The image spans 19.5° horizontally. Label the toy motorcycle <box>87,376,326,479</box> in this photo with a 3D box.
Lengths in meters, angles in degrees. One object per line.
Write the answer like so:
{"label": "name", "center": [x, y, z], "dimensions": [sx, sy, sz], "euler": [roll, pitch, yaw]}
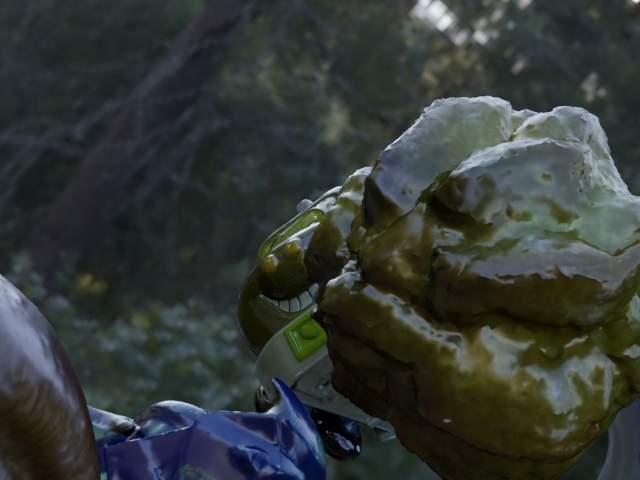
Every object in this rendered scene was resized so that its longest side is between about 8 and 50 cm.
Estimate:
{"label": "toy motorcycle", "center": [-0.125, 0.175, 1.366], "dimensions": [0.331, 0.196, 0.125], "euler": [13, -33, 27]}

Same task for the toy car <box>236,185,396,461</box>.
{"label": "toy car", "center": [0.028, 0.049, 1.564], "dimensions": [0.248, 0.204, 0.198], "euler": [25, 33, -57]}

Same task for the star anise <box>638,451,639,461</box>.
{"label": "star anise", "center": [0.261, 0.098, 1.177], "dimensions": [0.172, 0.208, 0.063], "euler": [43, -50, 18]}

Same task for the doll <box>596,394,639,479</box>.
{"label": "doll", "center": [0.229, 0.316, 1.300], "dimensions": [0.365, 0.187, 0.376], "euler": [44, -47, 23]}

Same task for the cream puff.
{"label": "cream puff", "center": [0.095, 0.028, 1.108], "dimensions": [0.244, 0.244, 0.196], "euler": [42, 32, 9]}

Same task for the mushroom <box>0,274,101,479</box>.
{"label": "mushroom", "center": [-0.198, 0.102, 0.690], "dimensions": [0.153, 0.253, 0.253], "euler": [40, -6, 40]}
